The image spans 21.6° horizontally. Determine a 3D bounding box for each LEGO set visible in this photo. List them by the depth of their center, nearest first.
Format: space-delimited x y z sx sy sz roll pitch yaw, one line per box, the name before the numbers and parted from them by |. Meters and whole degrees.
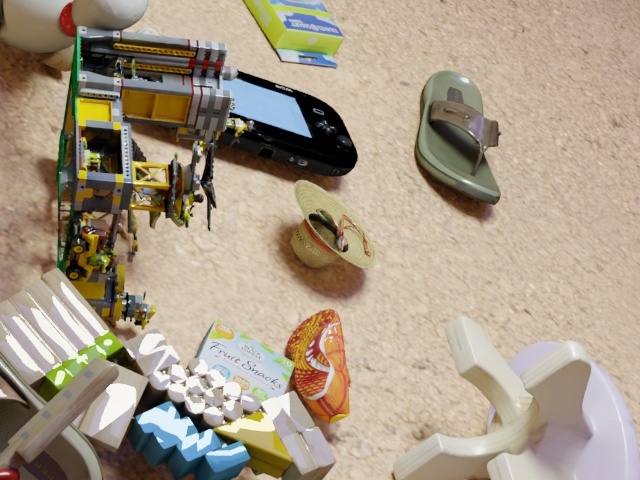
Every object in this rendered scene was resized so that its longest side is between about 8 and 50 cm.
LEGO set | -0.172 -0.067 1.761 0.192 0.255 0.331 5 34 -13

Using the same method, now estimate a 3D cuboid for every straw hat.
straw hat | 0.000 0.000 1.997 0.144 0.061 0.144 40 23 -21

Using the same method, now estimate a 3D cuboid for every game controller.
game controller | -0.103 -0.169 2.113 0.319 0.067 0.166 17 38 -26

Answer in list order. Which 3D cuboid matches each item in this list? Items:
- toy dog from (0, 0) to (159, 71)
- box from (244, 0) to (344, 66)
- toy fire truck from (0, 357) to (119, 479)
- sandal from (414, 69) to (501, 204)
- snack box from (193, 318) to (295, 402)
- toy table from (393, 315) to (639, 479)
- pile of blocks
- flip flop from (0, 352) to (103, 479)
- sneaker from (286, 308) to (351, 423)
toy dog | -0.285 -0.296 1.911 0.220 0.334 0.161 20 77 -53
box | -0.043 -0.323 2.377 0.109 0.042 0.178 2 45 -39
toy fire truck | -0.209 0.226 1.322 0.158 0.246 0.217 -2 6 -42
sandal | 0.198 -0.161 2.342 0.120 0.086 0.303 21 36 -19
snack box | -0.091 0.155 1.747 0.100 0.037 0.141 32 33 -7
toy table | 0.218 0.207 1.797 0.161 0.252 0.274 30 21 -39
pile of blocks | -0.170 0.172 1.611 0.362 0.112 0.149 27 52 -3
flip flop | -0.316 0.156 1.487 0.277 0.112 0.080 41 17 -1
sneaker | 0.002 0.138 1.844 0.067 0.064 0.175 57 19 -28
